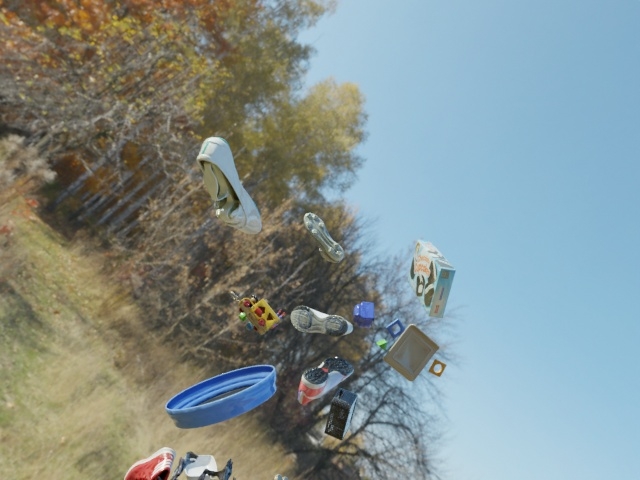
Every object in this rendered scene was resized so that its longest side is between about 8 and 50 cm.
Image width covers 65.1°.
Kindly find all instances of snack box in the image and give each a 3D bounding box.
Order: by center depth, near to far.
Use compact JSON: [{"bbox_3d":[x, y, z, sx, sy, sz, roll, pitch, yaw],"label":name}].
[{"bbox_3d":[0.406,0.133,1.871,0.060,0.187,0.322,8,17,-7],"label":"snack box"}]

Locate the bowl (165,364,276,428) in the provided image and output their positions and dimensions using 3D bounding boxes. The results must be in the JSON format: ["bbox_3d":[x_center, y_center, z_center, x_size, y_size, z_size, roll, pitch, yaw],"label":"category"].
[{"bbox_3d":[-0.337,0.542,1.749,0.391,0.391,0.077,164,-90,-72],"label":"bowl"}]

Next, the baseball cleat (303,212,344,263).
[{"bbox_3d":[0.000,0.000,1.799,0.206,0.072,0.109,54,-26,12],"label":"baseball cleat"}]

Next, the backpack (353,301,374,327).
[{"bbox_3d":[0.203,0.352,2.359,0.101,0.098,0.120,8,-36,3],"label":"backpack"}]

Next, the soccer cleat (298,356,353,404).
[{"bbox_3d":[0.019,0.545,1.963,0.109,0.116,0.318,30,17,28],"label":"soccer cleat"}]

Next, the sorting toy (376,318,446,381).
[{"bbox_3d":[0.378,0.468,2.098,0.348,0.196,0.047,41,-2,-17],"label":"sorting toy"}]

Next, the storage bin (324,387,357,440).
[{"bbox_3d":[0.089,0.740,2.136,0.084,0.180,0.122,18,18,16],"label":"storage bin"}]

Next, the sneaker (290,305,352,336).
[{"bbox_3d":[0.003,0.361,2.168,0.297,0.111,0.129,13,-9,31],"label":"sneaker"}]

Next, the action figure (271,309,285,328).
[{"bbox_3d":[-0.199,0.352,2.183,0.038,0.115,0.030,35,-40,12],"label":"action figure"}]

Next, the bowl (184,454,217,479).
[{"bbox_3d":[-0.544,1.031,2.252,0.142,0.053,0.142,6,13,-23],"label":"bowl"}]

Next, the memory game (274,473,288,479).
[{"bbox_3d":[-0.090,0.694,1.270,0.186,0.012,0.186,-20,90,-77],"label":"memory game"}]

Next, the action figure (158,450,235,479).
[{"bbox_3d":[-0.401,0.773,1.586,0.141,0.276,0.164,-72,149,-71],"label":"action figure"}]

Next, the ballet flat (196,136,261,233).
[{"bbox_3d":[-0.316,-0.149,1.678,0.139,0.139,0.400,31,-32,44],"label":"ballet flat"}]

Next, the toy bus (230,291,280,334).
[{"bbox_3d":[-0.260,0.291,2.094,0.191,0.104,0.202,21,-45,41],"label":"toy bus"}]

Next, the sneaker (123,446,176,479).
[{"bbox_3d":[-0.598,0.814,1.713,0.087,0.221,0.128,46,8,-18],"label":"sneaker"}]
